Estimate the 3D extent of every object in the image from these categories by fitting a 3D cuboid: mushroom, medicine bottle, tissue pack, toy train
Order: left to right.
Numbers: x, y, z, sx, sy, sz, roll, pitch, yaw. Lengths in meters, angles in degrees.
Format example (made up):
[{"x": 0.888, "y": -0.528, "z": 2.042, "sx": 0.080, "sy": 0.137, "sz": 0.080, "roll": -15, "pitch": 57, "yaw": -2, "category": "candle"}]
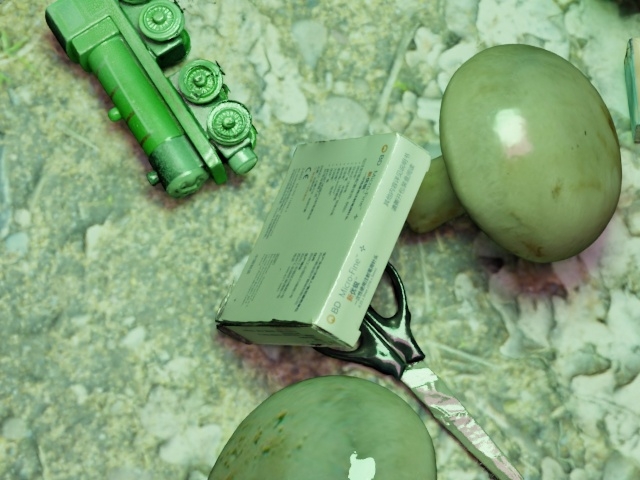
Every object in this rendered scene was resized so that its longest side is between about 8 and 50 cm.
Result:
[{"x": -0.158, "y": -0.153, "z": 1.671, "sx": 0.119, "sy": 0.085, "sz": 0.251, "roll": -31, "pitch": 73, "yaw": -5, "category": "toy train"}, {"x": 0.000, "y": 0.000, "z": 1.579, "sx": 0.052, "sy": 0.171, "sz": 0.201, "roll": 34, "pitch": 69, "yaw": -29, "category": "medicine bottle"}, {"x": 0.022, "y": 0.243, "z": 1.494, "sx": 0.243, "sy": 0.243, "sz": 0.243, "roll": 0, "pitch": 72, "yaw": -1, "category": "mushroom"}, {"x": 0.164, "y": -0.068, "z": 1.612, "sx": 0.215, "sy": 0.207, "sz": 0.207, "roll": -24, "pitch": 70, "yaw": 28, "category": "mushroom"}, {"x": 0.334, "y": -0.145, "z": 1.688, "sx": 0.074, "sy": 0.059, "sz": 0.094, "roll": -1, "pitch": 71, "yaw": 1, "category": "tissue pack"}]

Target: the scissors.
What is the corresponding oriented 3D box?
[{"x": 0.093, "y": 0.129, "z": 1.612, "sx": 0.109, "sy": 0.022, "sz": 0.300, "roll": -41, "pitch": 78, "yaw": -10, "category": "scissors"}]
